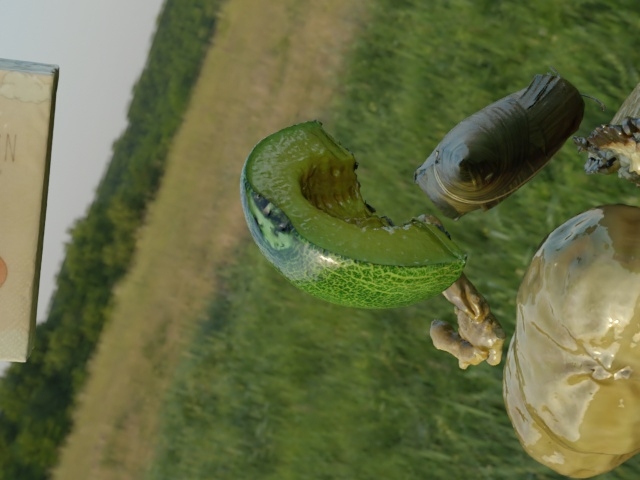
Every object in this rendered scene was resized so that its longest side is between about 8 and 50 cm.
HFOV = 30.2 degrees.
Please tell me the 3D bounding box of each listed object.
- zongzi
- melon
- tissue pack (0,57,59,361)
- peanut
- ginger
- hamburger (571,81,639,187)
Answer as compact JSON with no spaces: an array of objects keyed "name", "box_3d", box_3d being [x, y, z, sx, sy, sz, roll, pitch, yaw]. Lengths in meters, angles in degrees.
[{"name":"zongzi","box_3d":[0.243,-0.132,1.436,0.248,0.111,0.241,-37,-2,-7]},{"name":"melon","box_3d":[0.000,0.000,1.244,0.265,0.169,0.129,46,131,33]},{"name":"tissue pack","box_3d":[-0.381,-0.035,1.280,0.071,0.170,0.325,-120,38,-73]},{"name":"peanut","box_3d":[0.250,0.105,1.045,0.387,0.169,0.192,82,-164,-64]},{"name":"ginger","box_3d":[0.172,0.071,1.491,0.052,0.176,0.193,-34,-33,-28]},{"name":"hamburger","box_3d":[0.389,-0.108,0.920,0.287,0.268,0.445,-54,-5,6]}]
